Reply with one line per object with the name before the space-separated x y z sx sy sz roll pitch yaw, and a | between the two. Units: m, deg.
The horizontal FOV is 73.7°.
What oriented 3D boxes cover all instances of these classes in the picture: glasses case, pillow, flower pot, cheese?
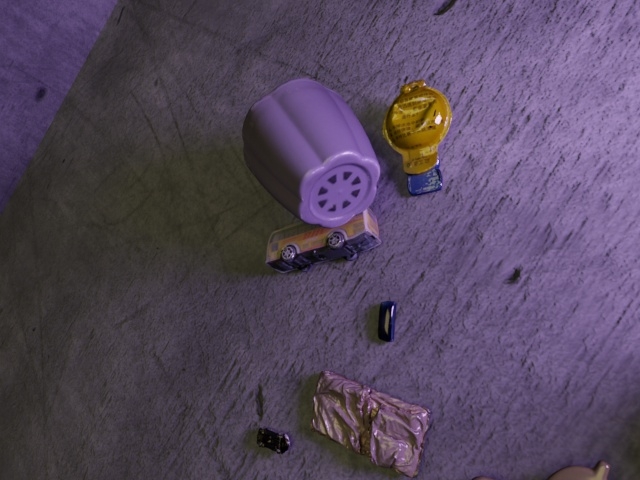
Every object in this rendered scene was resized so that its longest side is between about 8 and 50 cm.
glasses case | 0.136 0.166 0.881 0.033 0.023 0.083 0 76 28
pillow | 0.085 0.356 0.844 0.248 0.049 0.135 11 86 36
flower pot | -0.005 -0.169 0.894 0.265 0.265 0.243 -46 47 12
cheese | 0.210 -0.222 0.924 0.156 0.064 0.250 -8 82 30

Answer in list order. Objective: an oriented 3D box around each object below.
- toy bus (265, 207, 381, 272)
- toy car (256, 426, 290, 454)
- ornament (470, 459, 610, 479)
toy bus | 0.000 0.000 0.974 0.268 0.092 0.106 -16 60 26
toy car | -0.103 0.442 0.945 0.093 0.025 0.041 1 78 34
ornament | 0.337 0.442 0.659 0.230 0.061 0.245 5 83 31
